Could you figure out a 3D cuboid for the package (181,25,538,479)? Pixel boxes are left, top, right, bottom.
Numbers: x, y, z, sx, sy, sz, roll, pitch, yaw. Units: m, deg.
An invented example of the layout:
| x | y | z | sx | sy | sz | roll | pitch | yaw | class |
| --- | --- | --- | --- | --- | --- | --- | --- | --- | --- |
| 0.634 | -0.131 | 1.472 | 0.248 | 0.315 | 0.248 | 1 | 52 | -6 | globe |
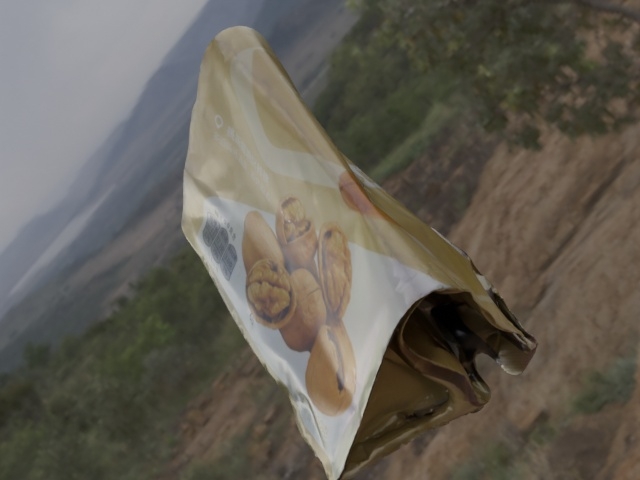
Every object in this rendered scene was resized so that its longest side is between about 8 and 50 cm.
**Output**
| x | y | z | sx | sy | sz | roll | pitch | yaw | class |
| --- | --- | --- | --- | --- | --- | --- | --- | --- | --- |
| 0.027 | -0.003 | 0.881 | 0.165 | 0.311 | 0.221 | -13 | -44 | -30 | package |
